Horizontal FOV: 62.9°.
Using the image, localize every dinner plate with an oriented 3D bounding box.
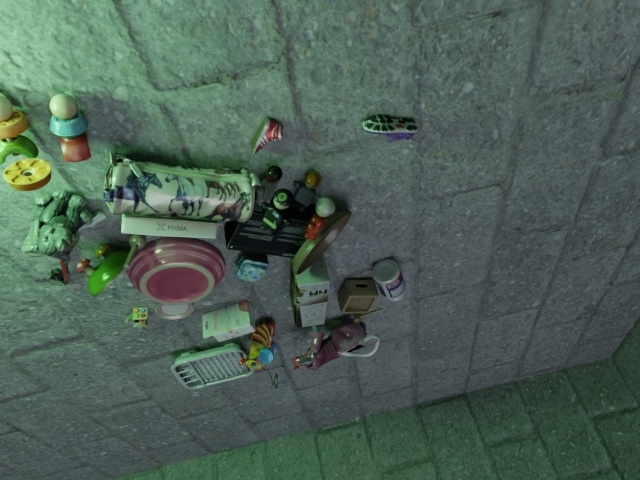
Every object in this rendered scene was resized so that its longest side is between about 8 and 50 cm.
[{"bbox_3d":[-0.564,0.263,2.027,0.141,0.017,0.141,-8,142,-6],"label":"dinner plate"}]

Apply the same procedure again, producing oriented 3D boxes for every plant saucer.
[{"bbox_3d":[-0.498,0.124,1.822,0.332,0.084,0.332,-9,141,-7],"label":"plant saucer"},{"bbox_3d":[0.000,0.000,1.736,0.278,0.041,0.278,-47,173,-8],"label":"plant saucer"}]

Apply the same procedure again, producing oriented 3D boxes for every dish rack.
[{"bbox_3d":[-0.486,0.565,2.384,0.333,0.072,0.285,-12,141,-2],"label":"dish rack"}]

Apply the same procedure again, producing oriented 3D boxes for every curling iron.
[{"bbox_3d":[-0.838,0.060,1.676,0.068,0.035,0.274,5,138,-23],"label":"curling iron"}]

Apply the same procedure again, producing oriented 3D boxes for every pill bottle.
[{"bbox_3d":[0.280,0.167,2.094,0.108,0.108,0.193,-20,142,8],"label":"pill bottle"}]

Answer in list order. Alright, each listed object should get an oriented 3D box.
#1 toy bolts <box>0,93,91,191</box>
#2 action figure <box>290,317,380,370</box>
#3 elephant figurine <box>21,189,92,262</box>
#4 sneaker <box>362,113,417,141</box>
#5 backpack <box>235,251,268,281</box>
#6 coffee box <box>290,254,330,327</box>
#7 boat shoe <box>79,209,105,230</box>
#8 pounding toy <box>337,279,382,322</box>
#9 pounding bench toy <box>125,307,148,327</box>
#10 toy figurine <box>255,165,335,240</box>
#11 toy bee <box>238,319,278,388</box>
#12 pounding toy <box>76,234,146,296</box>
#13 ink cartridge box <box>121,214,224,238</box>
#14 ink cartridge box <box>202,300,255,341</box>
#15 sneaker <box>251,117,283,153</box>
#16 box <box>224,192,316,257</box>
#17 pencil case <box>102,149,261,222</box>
[{"bbox_3d":[-0.663,-0.250,1.233,0.229,0.218,0.158,-18,139,-24],"label":"toy bolts"},{"bbox_3d":[0.032,0.489,2.275,0.370,0.276,0.248,-23,132,-35],"label":"action figure"},{"bbox_3d":[-0.738,-0.012,1.446,0.170,0.239,0.186,-4,140,-6],"label":"elephant figurine"},{"bbox_3d":[0.198,-0.313,1.508,0.170,0.068,0.071,3,145,-21],"label":"sneaker"},{"bbox_3d":[-0.248,0.100,1.867,0.105,0.084,0.114,13,138,-27],"label":"backpack"},{"bbox_3d":[-0.046,0.178,1.959,0.119,0.168,0.297,-7,141,-9],"label":"coffee box"},{"bbox_3d":[-0.692,-0.055,1.581,0.100,0.035,0.035,-31,136,11],"label":"boat shoe"},{"bbox_3d":[0.167,0.250,2.173,0.181,0.094,0.206,1,140,-17],"label":"pounding toy"},{"bbox_3d":[-0.701,0.291,1.992,0.083,0.052,0.065,-1,140,-16],"label":"pounding bench toy"},{"bbox_3d":[-0.078,-0.120,1.547,0.213,0.209,0.148,9,130,-25],"label":"toy figurine"},{"bbox_3d":[-0.271,0.488,2.238,0.162,0.298,0.195,0,172,4],"label":"toy bee"},{"bbox_3d":[-0.675,0.062,1.651,0.237,0.183,0.110,-36,111,26],"label":"pounding toy"},{"bbox_3d":[-0.438,-0.039,1.540,0.275,0.239,0.060,4,95,-21],"label":"ink cartridge box"},{"bbox_3d":[-0.367,0.328,2.089,0.198,0.115,0.067,-17,142,5],"label":"ink cartridge box"},{"bbox_3d":[-0.146,-0.281,1.459,0.067,0.042,0.118,14,132,-26],"label":"sneaker"},{"bbox_3d":[-0.158,-0.046,1.700,0.261,0.103,0.184,9,133,-28],"label":"box"},{"bbox_3d":[-0.384,-0.144,1.462,0.411,0.159,0.183,3,153,-20],"label":"pencil case"}]
